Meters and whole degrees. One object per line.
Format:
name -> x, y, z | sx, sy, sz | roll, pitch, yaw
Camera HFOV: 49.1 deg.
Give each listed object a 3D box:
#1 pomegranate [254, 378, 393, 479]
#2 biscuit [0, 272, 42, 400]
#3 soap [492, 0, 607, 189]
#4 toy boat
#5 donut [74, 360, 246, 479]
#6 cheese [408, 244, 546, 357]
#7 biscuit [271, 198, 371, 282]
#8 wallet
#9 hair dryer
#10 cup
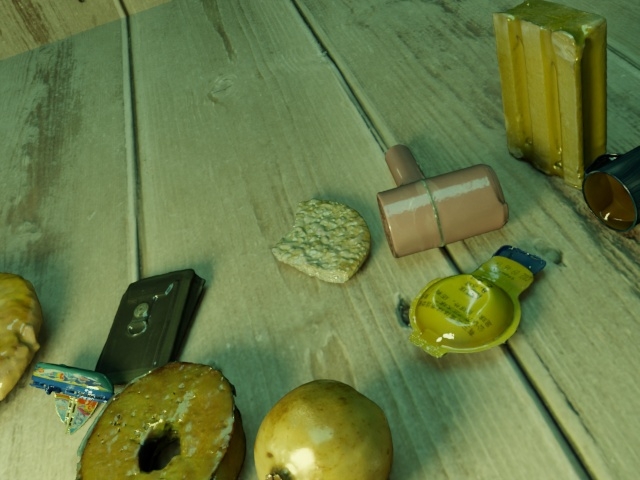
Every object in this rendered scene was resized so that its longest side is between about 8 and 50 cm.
pomegranate -> -0.002, 0.278, 0.910 | 0.196, 0.196, 0.196 | -11, 40, 9
biscuit -> -0.723, 0.227, 1.314 | 0.446, 0.104, 0.429 | -13, 40, 11
soap -> 0.421, -0.265, 1.268 | 0.091, 0.315, 0.199 | -32, 39, -16
toy boat -> -0.408, 0.269, 1.173 | 0.175, 0.091, 0.110 | 6, 79, 23
donut -> -0.222, 0.316, 1.017 | 0.272, 0.107, 0.272 | -14, 41, 13
cheese -> 0.251, 0.092, 1.112 | 0.270, 0.069, 0.177 | -38, 43, -26
biscuit -> 0.000, 0.000, 1.341 | 0.188, 0.040, 0.265 | -21, 38, -3
wallet -> -0.316, 0.156, 1.281 | 0.169, 0.052, 0.245 | -8, 43, 18
hair dryer -> 0.201, -0.113, 1.346 | 0.210, 0.125, 0.352 | -16, 32, 2
cup -> 0.528, -0.109, 1.191 | 0.138, 0.113, 0.150 | -29, 64, -15
